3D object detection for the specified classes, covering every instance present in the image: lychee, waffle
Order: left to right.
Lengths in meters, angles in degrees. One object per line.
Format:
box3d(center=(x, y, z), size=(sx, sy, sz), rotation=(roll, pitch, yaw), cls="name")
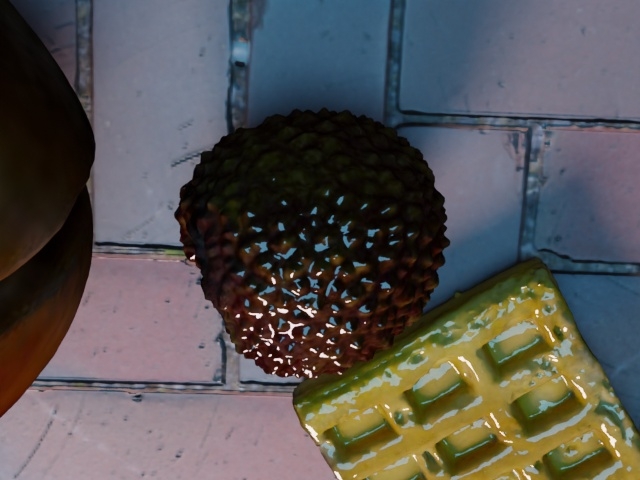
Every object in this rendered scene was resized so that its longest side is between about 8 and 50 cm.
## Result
box3d(center=(0.000, 0.000, 0.802), size=(0.188, 0.188, 0.188), rotation=(-1, 109, -2), cls="lychee")
box3d(center=(0.129, 0.164, 0.922), size=(0.221, 0.055, 0.248), rotation=(-29, 107, 7), cls="waffle")

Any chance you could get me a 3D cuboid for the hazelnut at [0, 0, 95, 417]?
box3d(center=(-0.324, -0.048, 0.689), size=(0.409, 0.359, 0.359), rotation=(33, 105, -20), cls="hazelnut")
